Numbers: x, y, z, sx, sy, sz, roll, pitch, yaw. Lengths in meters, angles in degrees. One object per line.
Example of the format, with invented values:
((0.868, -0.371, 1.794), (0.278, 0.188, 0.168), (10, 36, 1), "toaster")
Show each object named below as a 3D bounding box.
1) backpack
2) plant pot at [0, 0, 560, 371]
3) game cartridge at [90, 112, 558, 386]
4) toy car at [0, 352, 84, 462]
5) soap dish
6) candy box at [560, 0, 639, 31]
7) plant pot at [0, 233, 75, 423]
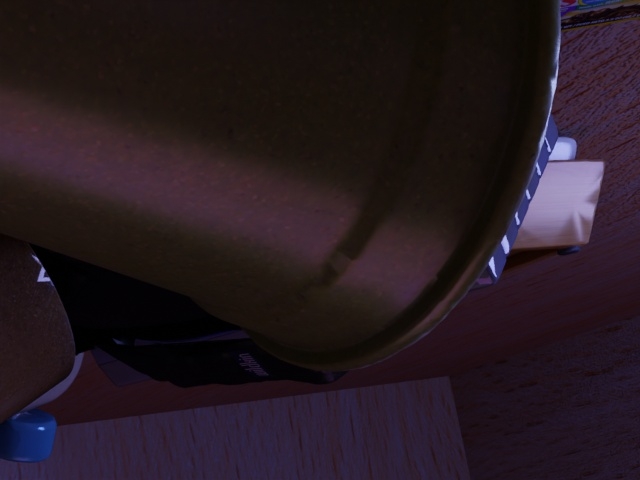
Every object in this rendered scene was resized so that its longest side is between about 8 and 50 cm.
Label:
((-0.122, -0.022, 0.945), (0.276, 0.213, 0.263), (26, 145, -37), "backpack")
((-0.080, -0.093, 0.637), (0.254, 0.276, 0.276), (13, 157, -35), "plant pot")
((0.000, 0.000, 1.119), (0.355, 0.068, 0.230), (-18, -161, 31), "game cartridge")
((-0.381, 0.088, 1.422), (0.238, 0.219, 0.210), (17, -171, 41), "toy car")
((0.120, -0.013, 1.460), (0.229, 0.118, 0.291), (-3, 167, -33), "soap dish")
((0.141, -0.166, 0.969), (0.206, 0.027, 0.105), (-10, 165, -5), "candy box")
((-0.314, 0.076, 0.810), (0.254, 0.237, 0.237), (-46, -173, -29), "plant pot")
